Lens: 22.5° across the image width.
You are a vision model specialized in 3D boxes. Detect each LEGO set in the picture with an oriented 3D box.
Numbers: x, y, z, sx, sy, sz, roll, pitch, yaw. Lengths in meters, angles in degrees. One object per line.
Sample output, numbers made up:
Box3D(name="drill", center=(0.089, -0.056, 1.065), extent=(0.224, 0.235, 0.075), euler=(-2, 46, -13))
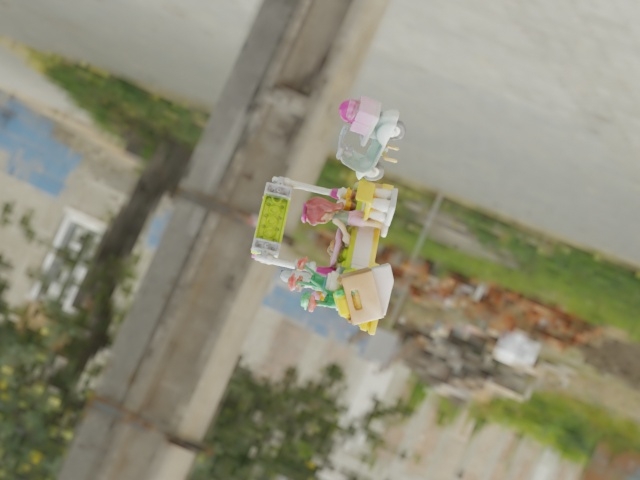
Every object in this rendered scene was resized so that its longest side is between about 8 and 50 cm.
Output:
Box3D(name="LEGO set", center=(0.000, 0.000, 1.286), extent=(0.107, 0.132, 0.287), euler=(13, -146, -2))
